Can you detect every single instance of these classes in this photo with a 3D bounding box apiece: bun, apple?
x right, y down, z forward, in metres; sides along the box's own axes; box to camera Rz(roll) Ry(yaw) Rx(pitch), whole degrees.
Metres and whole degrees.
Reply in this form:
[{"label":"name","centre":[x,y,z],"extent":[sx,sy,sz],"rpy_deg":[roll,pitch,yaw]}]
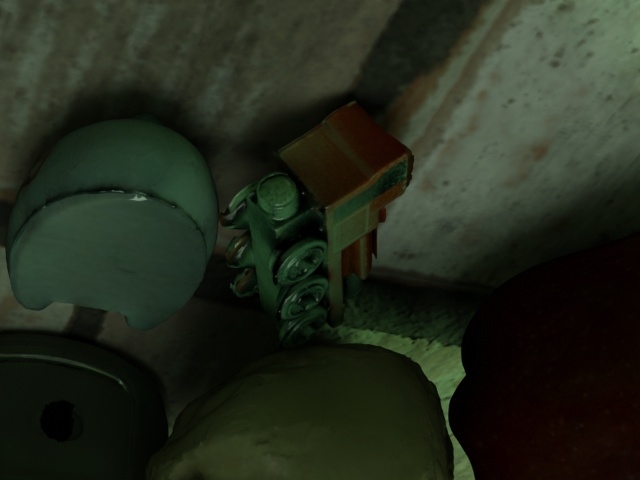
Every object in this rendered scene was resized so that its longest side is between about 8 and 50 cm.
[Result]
[{"label":"bun","centre":[-0.006,0.240,0.885],"extent":[0.234,0.326,0.362],"rpy_deg":[-8,162,1]},{"label":"apple","centre":[0.257,0.127,0.844],"extent":[0.316,0.288,0.288],"rpy_deg":[-8,140,15]}]

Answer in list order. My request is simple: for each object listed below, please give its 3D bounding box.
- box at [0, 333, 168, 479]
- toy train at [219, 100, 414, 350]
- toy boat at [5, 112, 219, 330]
[{"label":"box","centre":[-0.236,0.198,0.951],"extent":[0.226,0.149,0.226],"rpy_deg":[-2,139,-2]},{"label":"toy train","centre":[0.000,0.000,0.803],"extent":[0.118,0.074,0.176],"rpy_deg":[-33,152,-16]},{"label":"toy boat","centre":[-0.137,-0.014,0.798],"extent":[0.134,0.079,0.208],"rpy_deg":[14,147,-12]}]
